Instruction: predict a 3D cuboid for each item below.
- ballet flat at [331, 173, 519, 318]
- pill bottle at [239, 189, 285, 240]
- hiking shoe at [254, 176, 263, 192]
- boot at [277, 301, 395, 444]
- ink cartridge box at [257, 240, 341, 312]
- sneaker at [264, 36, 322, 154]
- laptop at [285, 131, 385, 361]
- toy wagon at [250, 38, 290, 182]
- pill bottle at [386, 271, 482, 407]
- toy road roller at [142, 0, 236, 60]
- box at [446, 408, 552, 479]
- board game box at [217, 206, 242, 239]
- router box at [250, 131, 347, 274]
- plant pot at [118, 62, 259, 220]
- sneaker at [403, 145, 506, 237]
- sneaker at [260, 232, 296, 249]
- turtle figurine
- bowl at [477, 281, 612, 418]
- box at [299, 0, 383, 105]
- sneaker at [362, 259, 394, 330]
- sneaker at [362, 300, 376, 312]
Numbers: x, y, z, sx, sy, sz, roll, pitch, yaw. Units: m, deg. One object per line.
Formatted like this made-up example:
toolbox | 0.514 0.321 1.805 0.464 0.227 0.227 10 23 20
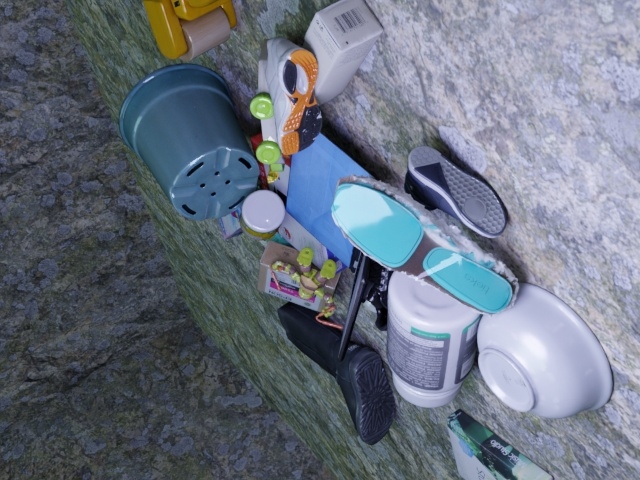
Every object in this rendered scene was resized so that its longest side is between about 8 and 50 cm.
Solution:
ballet flat | 0.194 0.005 1.429 0.408 0.147 0.147 34 159 -6
pill bottle | -0.165 -0.063 2.070 0.118 0.117 0.208 57 167 3
hiking shoe | -0.172 -0.153 2.210 0.086 0.114 0.227 42 153 35
boot | 0.040 0.421 2.460 0.445 0.146 0.367 26 132 48
ink cartridge box | -0.065 0.112 2.221 0.234 0.088 0.193 19 150 3
sneaker | -0.064 -0.301 1.537 0.121 0.099 0.262 52 151 37
laptop | 0.000 0.000 1.731 0.236 0.408 0.382 12 146 2
toy wagon | -0.105 -0.290 1.745 0.267 0.068 0.344 -85 -7 -49
pill bottle | 0.249 0.212 1.665 0.204 0.204 0.361 43 153 33
toy road roller | -0.282 -0.591 1.769 0.240 0.202 0.330 25 140 38
box | 0.465 0.603 1.914 0.322 0.058 0.232 29 144 50
board game box | -0.307 -0.183 2.450 0.319 0.065 0.318 70 159 4
router box | -0.050 -0.107 2.052 0.301 0.082 0.336 39 151 41
plant pot | -0.345 -0.256 2.064 0.334 0.341 0.341 57 161 36
sneaker | 0.255 -0.073 1.448 0.226 0.086 0.163 44 165 12
sneaker | -0.128 -0.018 2.322 0.275 0.107 0.110 30 135 50
turtle figurine | -0.015 0.115 2.042 0.269 0.087 0.217 42 150 11
bowl | 0.406 0.241 1.461 0.298 0.134 0.298 47 156 28
box | 0.020 -0.374 1.514 0.094 0.113 0.275 57 157 4
sneaker | 0.156 0.089 1.756 0.102 0.146 0.294 22 130 56
sneaker | 0.183 0.156 1.931 0.212 0.080 0.094 38 139 28
